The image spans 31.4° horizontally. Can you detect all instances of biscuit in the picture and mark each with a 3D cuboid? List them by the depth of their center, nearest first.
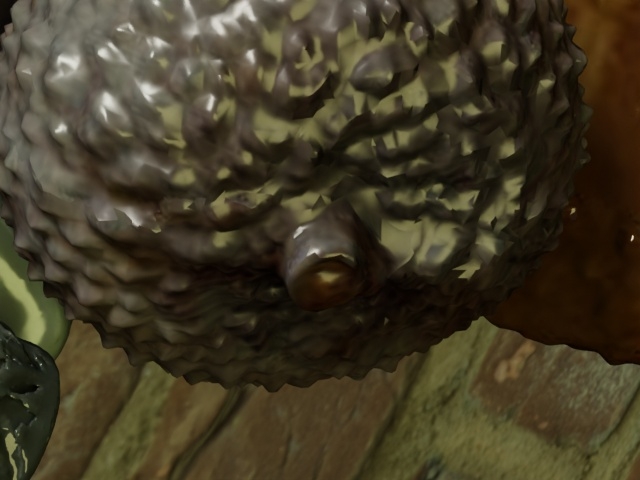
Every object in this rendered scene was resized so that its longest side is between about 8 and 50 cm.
[{"bbox_3d":[0.273,-0.092,0.757,0.395,0.166,0.343,-7,112,-58],"label":"biscuit"}]

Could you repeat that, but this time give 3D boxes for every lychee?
[{"bbox_3d":[-0.019,-0.070,0.565,0.300,0.300,0.300,-13,115,-30],"label":"lychee"}]

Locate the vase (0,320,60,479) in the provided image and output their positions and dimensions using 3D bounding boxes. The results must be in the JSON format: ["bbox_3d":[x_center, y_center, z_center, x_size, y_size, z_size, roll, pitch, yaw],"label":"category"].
[{"bbox_3d":[-0.243,0.011,0.446,0.301,0.156,0.251,39,79,-34],"label":"vase"}]

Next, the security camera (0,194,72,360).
[{"bbox_3d":[-0.247,-0.032,0.558,0.157,0.080,0.301,-32,113,-3],"label":"security camera"}]
